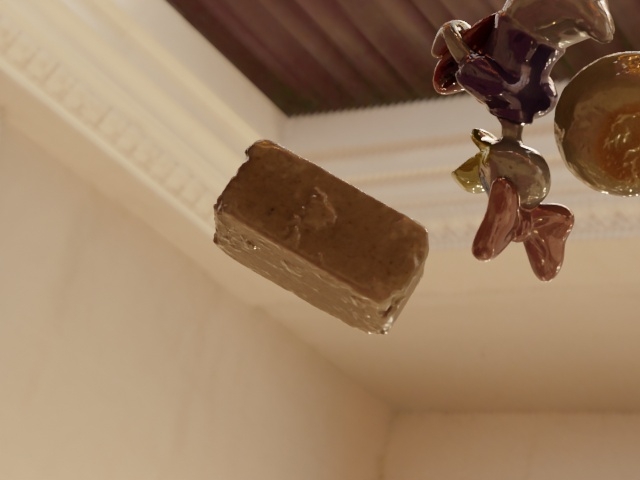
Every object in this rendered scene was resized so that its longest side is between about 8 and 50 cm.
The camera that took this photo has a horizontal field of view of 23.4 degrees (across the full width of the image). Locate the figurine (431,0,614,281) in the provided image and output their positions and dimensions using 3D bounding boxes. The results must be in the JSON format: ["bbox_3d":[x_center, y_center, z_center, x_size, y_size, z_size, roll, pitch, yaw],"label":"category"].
[{"bbox_3d":[0.225,-0.177,1.646,0.193,0.154,0.421,15,-90,47],"label":"figurine"}]

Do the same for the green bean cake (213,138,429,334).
[{"bbox_3d":[0.000,0.000,1.310,0.179,0.109,0.085,31,-110,6],"label":"green bean cake"}]

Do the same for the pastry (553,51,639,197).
[{"bbox_3d":[0.325,-0.120,1.629,0.156,0.156,0.092,-41,-159,8],"label":"pastry"}]
